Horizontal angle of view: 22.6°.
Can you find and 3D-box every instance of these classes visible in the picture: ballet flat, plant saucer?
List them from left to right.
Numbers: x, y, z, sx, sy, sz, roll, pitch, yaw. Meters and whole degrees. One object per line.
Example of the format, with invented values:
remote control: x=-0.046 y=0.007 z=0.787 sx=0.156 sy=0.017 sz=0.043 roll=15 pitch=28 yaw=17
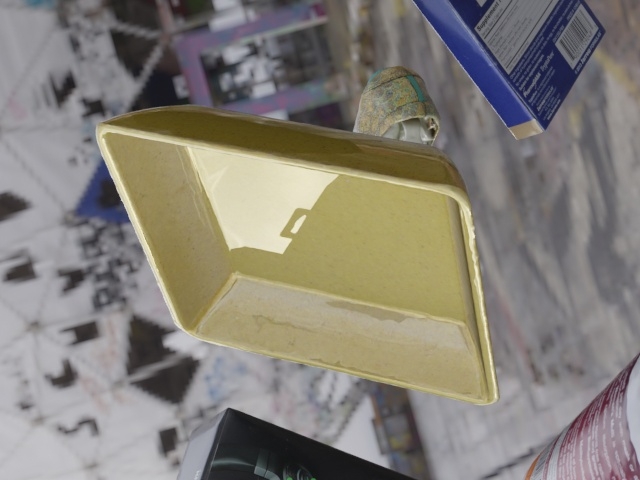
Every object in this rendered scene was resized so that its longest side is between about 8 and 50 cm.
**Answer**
plant saucer: x=0.000 y=0.000 z=1.424 sx=0.333 sy=0.333 sz=0.081 roll=75 pitch=-147 yaw=-53
ballet flat: x=0.081 y=-0.058 z=2.071 sx=0.123 sy=0.123 sz=0.348 roll=-106 pitch=23 yaw=-50

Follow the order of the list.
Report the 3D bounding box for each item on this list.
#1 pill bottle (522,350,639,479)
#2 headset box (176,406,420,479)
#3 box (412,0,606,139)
pill bottle: x=0.177 y=0.099 z=0.707 sx=0.221 sy=0.121 sz=0.121 roll=117 pitch=142 yaw=-57
headset box: x=-0.041 y=0.336 z=1.654 sx=0.131 sy=0.283 sz=0.246 roll=-38 pitch=33 yaw=62
box: x=0.132 y=-0.208 z=1.273 sx=0.225 sy=0.036 sz=0.136 roll=51 pitch=-128 yaw=-21
